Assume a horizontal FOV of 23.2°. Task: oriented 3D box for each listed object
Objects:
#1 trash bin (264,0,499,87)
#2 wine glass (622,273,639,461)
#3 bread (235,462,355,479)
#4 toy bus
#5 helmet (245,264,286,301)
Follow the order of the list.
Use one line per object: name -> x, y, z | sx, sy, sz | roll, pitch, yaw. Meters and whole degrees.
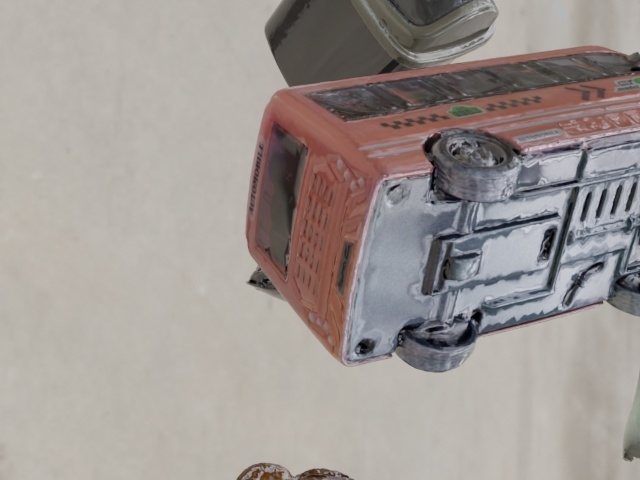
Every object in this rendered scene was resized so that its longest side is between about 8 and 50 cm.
trash bin -> 0.072, -0.269, 1.837 | 0.182, 0.290, 0.209 | -24, 79, -36
wine glass -> 0.281, 0.102, 1.252 | 0.072, 0.072, 0.155 | 7, 88, -70
bread -> -0.023, 0.348, 1.606 | 0.247, 0.135, 0.232 | 40, 59, -14
toy bus -> 0.158, -0.045, 1.379 | 0.427, 0.233, 0.203 | -12, 127, -33
helmet -> 0.006, 0.011, 1.827 | 0.107, 0.177, 0.153 | 42, 47, -26
